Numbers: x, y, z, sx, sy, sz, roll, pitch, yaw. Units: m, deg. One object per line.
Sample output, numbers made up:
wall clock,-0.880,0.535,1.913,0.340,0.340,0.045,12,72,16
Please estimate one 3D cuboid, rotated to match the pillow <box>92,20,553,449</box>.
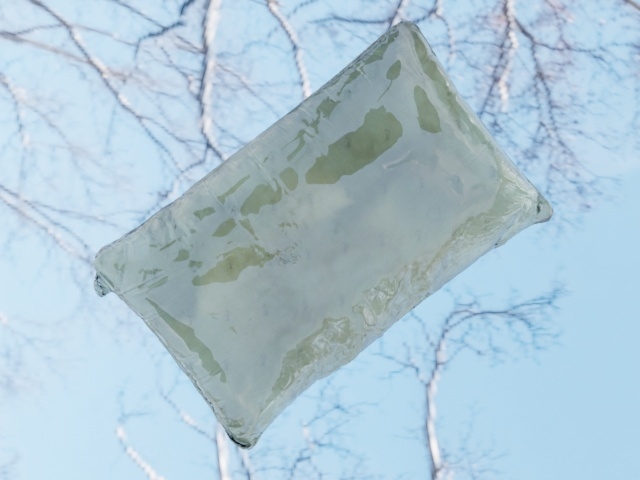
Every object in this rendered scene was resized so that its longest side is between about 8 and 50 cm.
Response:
pillow,0.000,0.000,0.913,0.302,0.075,0.185,-37,-82,-1
